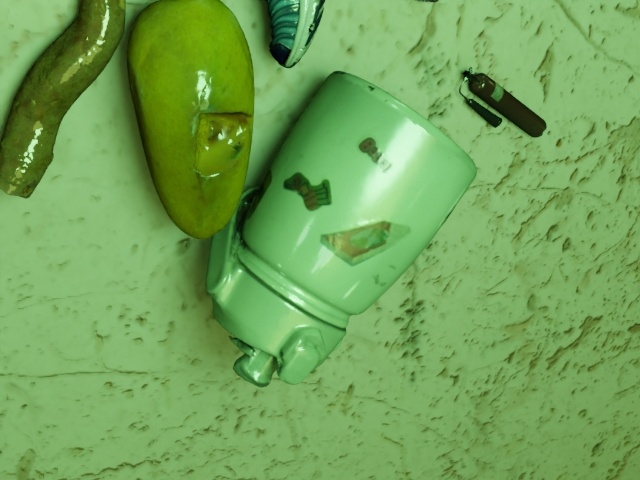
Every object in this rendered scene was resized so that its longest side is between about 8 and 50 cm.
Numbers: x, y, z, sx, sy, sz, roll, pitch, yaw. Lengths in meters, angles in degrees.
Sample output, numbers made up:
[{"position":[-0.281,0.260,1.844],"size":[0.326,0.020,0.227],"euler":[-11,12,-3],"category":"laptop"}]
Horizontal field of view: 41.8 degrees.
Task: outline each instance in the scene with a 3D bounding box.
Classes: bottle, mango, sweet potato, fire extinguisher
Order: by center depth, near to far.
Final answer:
[{"position":[-0.257,-0.177,0.856],"size":[0.281,0.067,0.059],"euler":[-58,162,8],"category":"sweet potato"},{"position":[-0.132,-0.129,0.889],"size":[0.129,0.167,0.262],"euler":[-5,125,-7],"category":"mango"},{"position":[0.000,0.000,0.980],"size":[0.229,0.229,0.352],"euler":[30,96,-36],"category":"bottle"},{"position":[0.234,-0.180,1.111],"size":[0.173,0.035,0.049],"euler":[27,142,-35],"category":"fire extinguisher"}]

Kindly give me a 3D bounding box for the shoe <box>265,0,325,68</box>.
[{"position":[-0.045,-0.285,0.883],"size":[0.106,0.091,0.207],"euler":[1,121,9],"category":"shoe"}]

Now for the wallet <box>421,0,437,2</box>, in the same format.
[{"position":[0.082,-0.331,0.944],"size":[0.165,0.030,0.111],"euler":[1,118,-26],"category":"wallet"}]
